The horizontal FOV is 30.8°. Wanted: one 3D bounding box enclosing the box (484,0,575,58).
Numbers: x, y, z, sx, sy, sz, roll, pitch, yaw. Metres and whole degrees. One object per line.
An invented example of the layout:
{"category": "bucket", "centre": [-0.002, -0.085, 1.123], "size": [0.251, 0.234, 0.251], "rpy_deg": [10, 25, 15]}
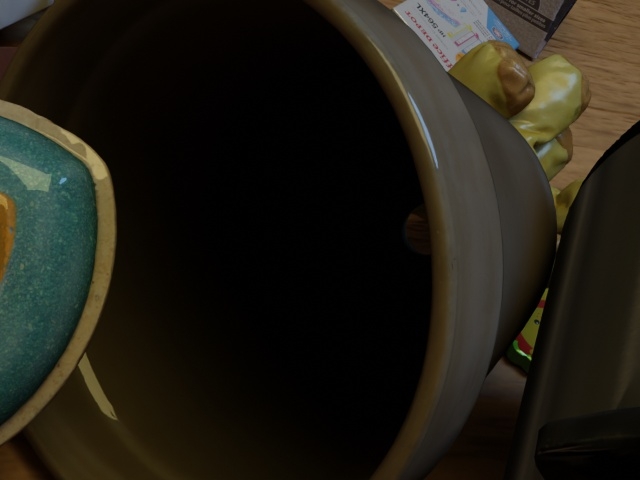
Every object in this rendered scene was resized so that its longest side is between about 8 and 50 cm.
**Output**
{"category": "box", "centre": [0.176, -0.335, 1.214], "size": [0.247, 0.163, 0.142], "rpy_deg": [34, 45, 5]}

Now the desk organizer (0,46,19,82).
{"category": "desk organizer", "centre": [-0.210, -0.080, 0.823], "size": [0.050, 0.047, 0.130], "rpy_deg": [-4, 51, -30]}

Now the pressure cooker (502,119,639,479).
{"category": "pressure cooker", "centre": [0.278, 0.160, 0.614], "size": [0.370, 0.375, 0.420], "rpy_deg": [18, 54, 7]}

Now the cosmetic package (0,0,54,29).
{"category": "cosmetic package", "centre": [-0.192, -0.347, 0.956], "size": [0.156, 0.217, 0.385], "rpy_deg": [27, 37, 19]}

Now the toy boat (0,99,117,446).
{"category": "toy boat", "centre": [-0.185, 0.081, 0.553], "size": [0.267, 0.148, 0.318], "rpy_deg": [-35, 87, -3]}

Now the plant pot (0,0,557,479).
{"category": "plant pot", "centre": [0.000, 0.000, 0.706], "size": [0.323, 0.323, 0.280], "rpy_deg": [49, 28, 20]}

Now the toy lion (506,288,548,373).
{"category": "toy lion", "centre": [0.171, 0.061, 0.920], "size": [0.100, 0.034, 0.096], "rpy_deg": [42, 50, 14]}

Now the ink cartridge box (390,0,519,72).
{"category": "ink cartridge box", "centre": [0.091, -0.160, 1.032], "size": [0.092, 0.090, 0.143], "rpy_deg": [51, 43, 1]}

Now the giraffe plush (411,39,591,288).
{"category": "giraffe plush", "centre": [0.139, -0.032, 0.869], "size": [0.210, 0.181, 0.170], "rpy_deg": [-12, 47, -28]}
